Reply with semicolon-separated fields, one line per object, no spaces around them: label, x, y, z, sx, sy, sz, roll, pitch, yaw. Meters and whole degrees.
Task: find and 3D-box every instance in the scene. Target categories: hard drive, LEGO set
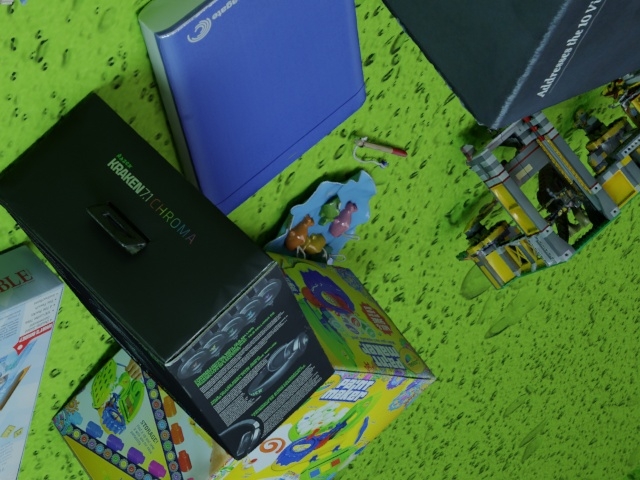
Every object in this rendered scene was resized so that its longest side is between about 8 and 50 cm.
hard drive;-0.054;-0.167;1.745;0.210;0.040;0.319;-40;154;-15
LEGO set;0.283;-0.108;2.279;0.331;0.192;0.255;-39;-176;-9

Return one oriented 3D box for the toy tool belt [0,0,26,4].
toy tool belt;-0.233;-0.197;1.401;0.051;0.052;0.083;-18;144;-32

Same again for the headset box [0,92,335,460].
headset box;-0.136;0.034;1.664;0.131;0.246;0.283;-43;156;-9

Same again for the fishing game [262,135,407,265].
fishing game;0.000;0.000;2.082;0.264;0.041;0.189;-53;157;12

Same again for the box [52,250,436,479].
box;-0.075;0.172;2.012;0.279;0.177;0.290;-45;157;15

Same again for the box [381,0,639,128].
box;0.302;-0.396;1.485;0.471;0.297;0.480;-25;157;-32

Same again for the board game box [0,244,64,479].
board game box;-0.397;0.184;1.686;0.318;0.066;0.318;-24;147;-40
